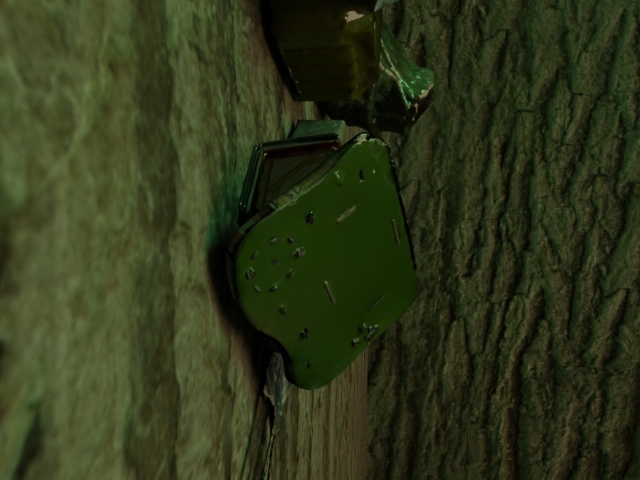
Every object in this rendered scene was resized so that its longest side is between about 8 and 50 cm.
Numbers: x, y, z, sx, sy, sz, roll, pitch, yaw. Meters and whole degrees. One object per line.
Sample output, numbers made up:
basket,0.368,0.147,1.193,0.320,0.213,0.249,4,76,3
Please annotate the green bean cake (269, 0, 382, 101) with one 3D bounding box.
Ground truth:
green bean cake,0.015,-0.323,0.732,0.236,0.124,0.232,46,46,-77

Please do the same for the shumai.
shumai,0.104,-0.334,1.017,0.260,0.222,0.225,73,22,-52

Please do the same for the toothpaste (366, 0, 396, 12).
toothpaste,0.097,-0.325,0.643,0.282,0.069,0.099,-66,150,-63

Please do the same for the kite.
kite,-0.062,0.203,0.698,0.310,0.015,0.169,-81,169,-52

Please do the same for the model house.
model house,-0.022,0.009,0.631,0.207,0.154,0.294,-40,141,-15

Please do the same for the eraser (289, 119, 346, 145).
eraser,0.000,0.000,0.849,0.144,0.078,0.343,-75,165,-56
